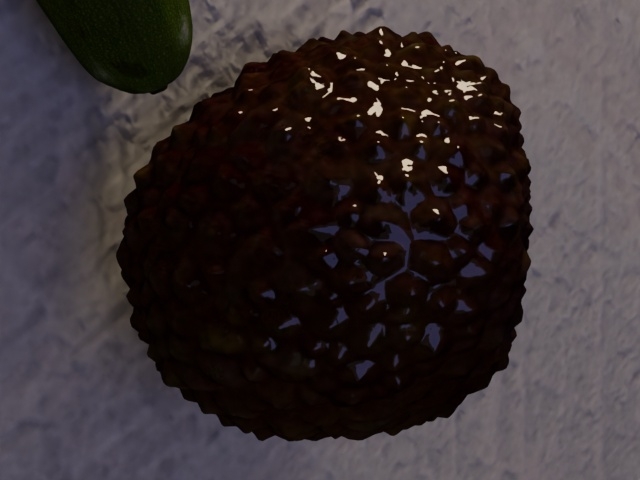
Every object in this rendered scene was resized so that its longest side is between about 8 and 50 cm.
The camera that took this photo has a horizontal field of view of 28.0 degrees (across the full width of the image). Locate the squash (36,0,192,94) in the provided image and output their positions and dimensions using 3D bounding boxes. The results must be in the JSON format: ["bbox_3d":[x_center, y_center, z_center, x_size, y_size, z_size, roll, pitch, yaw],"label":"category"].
[{"bbox_3d":[-0.116,-0.169,0.515,0.066,0.066,0.252,-35,117,-24],"label":"squash"}]

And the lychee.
[{"bbox_3d":[0.000,0.000,0.578,0.188,0.188,0.188,-9,106,-34],"label":"lychee"}]
